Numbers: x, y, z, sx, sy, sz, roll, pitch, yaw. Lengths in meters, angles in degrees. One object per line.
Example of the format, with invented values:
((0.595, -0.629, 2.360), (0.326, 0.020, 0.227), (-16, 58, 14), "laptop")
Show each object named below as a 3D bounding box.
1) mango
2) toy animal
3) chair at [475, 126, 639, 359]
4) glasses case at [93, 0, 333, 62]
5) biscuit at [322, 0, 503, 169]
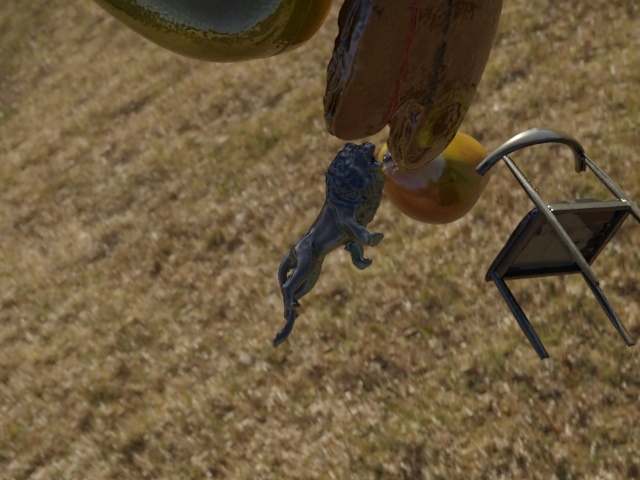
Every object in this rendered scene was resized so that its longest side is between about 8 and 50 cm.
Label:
((0.170, -0.092, 1.638), (0.113, 0.253, 0.138), (-37, 75, 32), "mango")
((0.013, 0.011, 1.139), (0.086, 0.069, 0.220), (28, 89, 17), "toy animal")
((0.322, 0.001, 1.533), (0.188, 0.166, 0.272), (-4, 50, -28), "chair")
((-0.167, -0.313, 1.216), (0.371, 0.173, 0.141), (40, 32, 17), "glasses case")
((0.102, -0.179, 1.291), (0.052, 0.262, 0.277), (36, 33, 29), "biscuit")
